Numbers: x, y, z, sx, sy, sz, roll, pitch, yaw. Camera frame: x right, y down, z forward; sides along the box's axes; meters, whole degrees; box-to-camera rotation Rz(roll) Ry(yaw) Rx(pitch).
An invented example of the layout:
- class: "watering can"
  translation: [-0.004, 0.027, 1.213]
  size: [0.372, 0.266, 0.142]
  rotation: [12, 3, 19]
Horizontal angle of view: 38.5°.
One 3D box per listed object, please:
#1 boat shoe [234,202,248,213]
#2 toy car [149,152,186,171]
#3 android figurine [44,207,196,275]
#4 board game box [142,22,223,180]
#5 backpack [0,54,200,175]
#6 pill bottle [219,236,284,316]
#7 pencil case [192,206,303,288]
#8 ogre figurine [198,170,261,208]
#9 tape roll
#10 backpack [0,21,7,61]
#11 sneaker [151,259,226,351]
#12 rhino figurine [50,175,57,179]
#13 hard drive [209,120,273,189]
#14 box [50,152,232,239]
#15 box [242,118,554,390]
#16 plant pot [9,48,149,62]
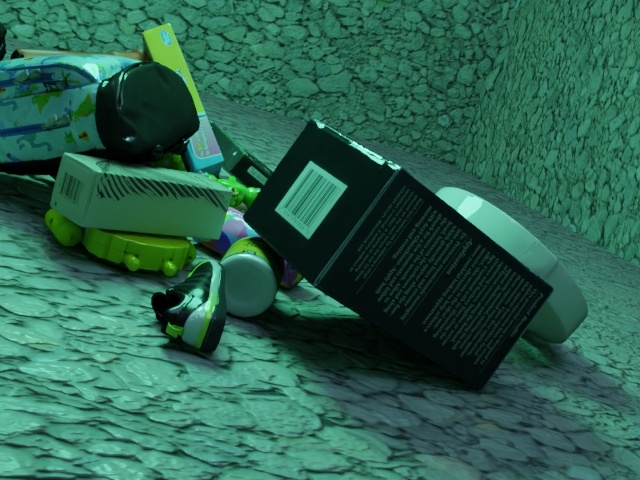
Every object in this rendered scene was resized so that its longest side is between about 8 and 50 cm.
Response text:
- class: "boat shoe"
  translation: [-0.166, -0.048, 1.901]
  size: [0.207, 0.073, 0.073]
  rotation: [22, -24, -5]
- class: "toy car"
  translation: [-0.387, -0.280, 2.219]
  size: [0.155, 0.188, 0.149]
  rotation: [26, 15, 25]
- class: "android figurine"
  translation: [-0.323, -0.008, 1.520]
  size: [0.248, 0.056, 0.273]
  rotation: [10, 16, -37]
- class: "board game box"
  translation: [-0.305, -0.288, 2.025]
  size: [0.064, 0.316, 0.242]
  rotation: [-21, -3, -11]
- class: "backpack"
  translation: [-0.444, -0.220, 1.617]
  size: [0.356, 0.273, 0.290]
  rotation: [-18, 9, 22]
- class: "pill bottle"
  translation: [-0.112, 0.051, 1.486]
  size: [0.103, 0.103, 0.184]
  rotation: [20, 14, -1]
- class: "pencil case"
  translation: [-0.128, 0.001, 1.677]
  size: [0.236, 0.104, 0.104]
  rotation: [26, 15, 20]
- class: "ogre figurine"
  translation: [-0.192, -0.065, 1.800]
  size: [0.197, 0.118, 0.097]
  rotation: [21, 13, 6]
- class: "tape roll"
  translation: [0.356, 0.052, 1.822]
  size: [0.392, 0.072, 0.392]
  rotation: [43, -8, 8]
- class: "backpack"
  translation: [-0.750, -0.329, 1.811]
  size: [0.213, 0.276, 0.263]
  rotation: [20, 0, -7]
- class: "sneaker"
  translation: [-0.191, 0.079, 1.307]
  size: [0.097, 0.084, 0.234]
  rotation: [15, 14, -15]
- class: "rhino figurine"
  translation: [-0.474, -0.155, 1.853]
  size: [0.106, 0.073, 0.243]
  rotation: [20, 11, 17]
- class: "hard drive"
  translation: [-0.161, -0.161, 2.178]
  size: [0.237, 0.064, 0.339]
  rotation: [39, 4, -29]
- class: "box"
  translation: [-0.286, -0.069, 1.491]
  size: [0.113, 0.094, 0.275]
  rotation: [27, 15, 40]
- class: "box"
  translation: [0.124, 0.022, 1.479]
  size: [0.395, 0.212, 0.293]
  rotation: [34, 3, -34]
- class: "plant pot"
  translation: [-0.533, -0.297, 1.981]
  size: [0.265, 0.272, 0.272]
  rotation: [3, 20, -29]
